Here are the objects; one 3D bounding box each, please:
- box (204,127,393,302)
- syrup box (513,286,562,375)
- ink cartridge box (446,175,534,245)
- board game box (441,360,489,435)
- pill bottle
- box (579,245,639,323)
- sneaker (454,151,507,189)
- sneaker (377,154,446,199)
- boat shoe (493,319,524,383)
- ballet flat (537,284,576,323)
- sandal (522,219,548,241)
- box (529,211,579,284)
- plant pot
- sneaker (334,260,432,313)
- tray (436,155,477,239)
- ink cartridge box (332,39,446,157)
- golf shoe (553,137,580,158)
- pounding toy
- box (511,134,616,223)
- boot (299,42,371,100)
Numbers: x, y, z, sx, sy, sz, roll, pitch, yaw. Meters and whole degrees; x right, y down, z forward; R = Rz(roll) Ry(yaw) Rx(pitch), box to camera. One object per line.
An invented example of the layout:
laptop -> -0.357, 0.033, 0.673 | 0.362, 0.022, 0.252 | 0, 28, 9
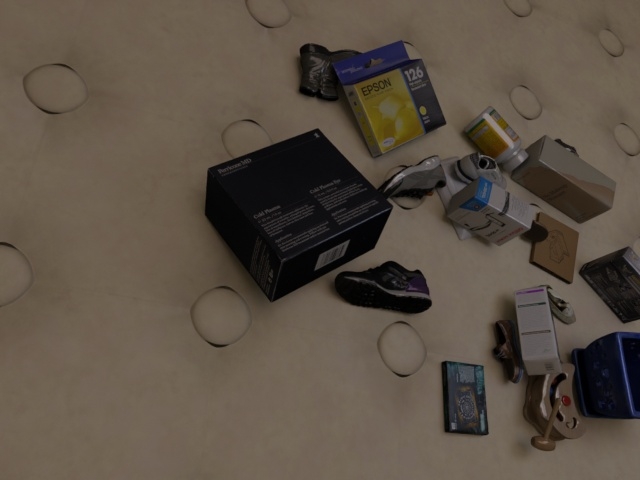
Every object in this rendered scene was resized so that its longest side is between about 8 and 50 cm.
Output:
box -> -0.059, -0.074, 1.406 | 0.343, 0.179, 0.312 | -25, 63, -30
syrup box -> 0.619, 0.255, 1.614 | 0.093, 0.096, 0.237 | 57, 32, -41
ink cartridge box -> 0.506, -0.084, 1.686 | 0.203, 0.148, 0.086 | 28, 60, -11
board game box -> 0.392, 0.427, 1.534 | 0.126, 0.026, 0.186 | 12, 65, -19
pill bottle -> 0.587, -0.331, 1.875 | 0.208, 0.117, 0.117 | 48, 59, 1
box -> 0.982, 0.146, 1.815 | 0.231, 0.183, 0.056 | 48, 59, 1
sneaker -> 0.531, -0.211, 1.796 | 0.235, 0.094, 0.090 | 15, 55, -38
sneaker -> 0.278, -0.168, 1.688 | 0.271, 0.100, 0.108 | -25, 86, -30
boat shoe -> 0.532, 0.318, 1.624 | 0.066, 0.066, 0.183 | 8, 59, -12
ballet flat -> 0.746, 0.200, 1.765 | 0.168, 0.052, 0.057 | 39, 59, -5
sandal -> 0.624, -0.080, 1.827 | 0.240, 0.088, 0.079 | 30, 28, -10
box -> 0.774, 0.023, 1.869 | 0.164, 0.021, 0.201 | 27, 62, -11
plant pot -> 0.884, 0.406, 1.649 | 0.235, 0.212, 0.236 | 8, 66, -21
sneaker -> 0.164, 0.112, 1.536 | 0.283, 0.107, 0.124 | 15, 49, -22
tray -> 0.446, -0.142, 1.788 | 0.145, 0.030, 0.271 | -16, 77, -27
ink cartridge box -> 0.224, -0.451, 1.753 | 0.303, 0.072, 0.307 | -29, 101, -29
golf shoe -> 0.902, -0.292, 2.021 | 0.198, 0.077, 0.094 | 39, 59, -6
pounding toy -> 0.673, 0.463, 1.566 | 0.154, 0.155, 0.270 | 25, 62, -8
box -> 0.821, -0.203, 1.911 | 0.311, 0.148, 0.121 | 30, 61, -8
boot -> 0.044, -0.503, 1.746 | 0.246, 0.083, 0.161 | 1, 81, -23
